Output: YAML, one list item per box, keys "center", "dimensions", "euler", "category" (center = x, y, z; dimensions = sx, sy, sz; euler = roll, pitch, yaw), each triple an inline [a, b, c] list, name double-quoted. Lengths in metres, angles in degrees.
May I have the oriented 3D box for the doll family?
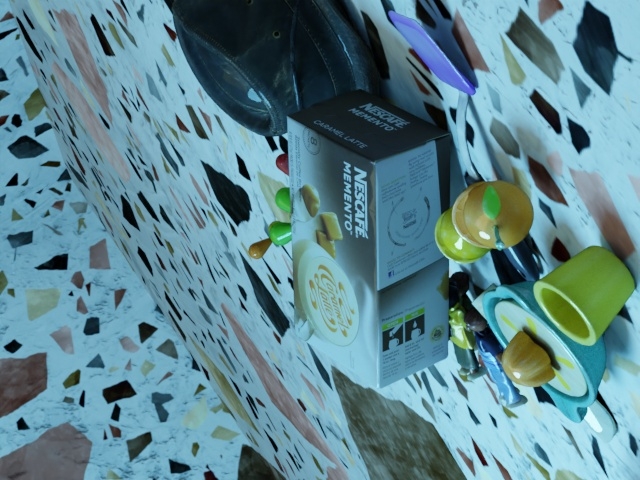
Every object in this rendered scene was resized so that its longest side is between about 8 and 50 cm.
- center: [0.159, 0.091, 1.924]
  dimensions: [0.193, 0.076, 0.111]
  euler: [26, 141, 60]
  category: "doll family"

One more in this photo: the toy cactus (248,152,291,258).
- center: [0.000, 0.000, 2.301]
  dimensions: [0.180, 0.112, 0.219]
  euler: [43, 154, 23]
  category: "toy cactus"

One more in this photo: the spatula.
- center: [0.134, -0.080, 1.704]
  dimensions: [0.296, 0.030, 0.084]
  euler: [65, 168, -25]
  category: "spatula"

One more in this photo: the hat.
- center: [-0.067, -0.205, 1.977]
  dimensions: [0.331, 0.134, 0.331]
  euler: [55, 168, 18]
  category: "hat"

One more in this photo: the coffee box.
- center: [0.048, -0.003, 1.856]
  dimensions: [0.141, 0.098, 0.246]
  euler: [31, 132, 44]
  category: "coffee box"

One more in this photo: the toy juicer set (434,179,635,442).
- center: [0.172, 0.069, 1.701]
  dimensions: [0.209, 0.089, 0.329]
  euler: [41, 163, 23]
  category: "toy juicer set"
